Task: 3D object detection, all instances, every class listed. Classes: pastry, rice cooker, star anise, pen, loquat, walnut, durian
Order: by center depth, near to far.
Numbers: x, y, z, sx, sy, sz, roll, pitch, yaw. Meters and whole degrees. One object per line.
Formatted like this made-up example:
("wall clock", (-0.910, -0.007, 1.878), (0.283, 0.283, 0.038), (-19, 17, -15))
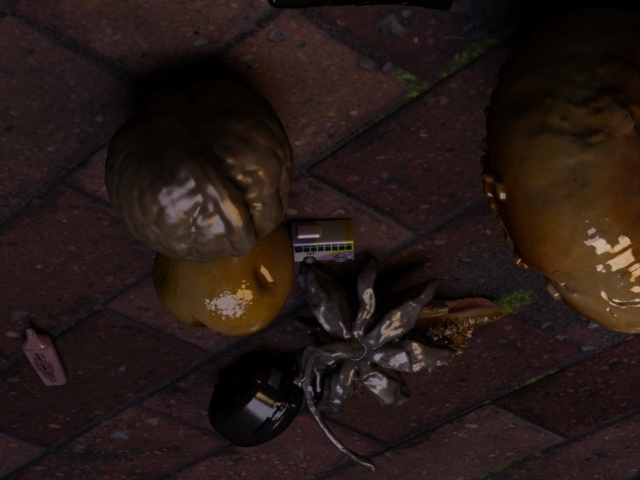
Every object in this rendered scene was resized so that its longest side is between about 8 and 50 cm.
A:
("pastry", (0.349, -0.084, 1.668), (0.245, 0.409, 0.409), (-9, 148, 38))
("walnut", (-0.157, -0.094, 1.768), (0.248, 0.248, 0.248), (-1, 146, -1))
("loquat", (-0.143, 0.049, 1.998), (0.213, 0.213, 0.213), (-1, 146, -1))
("star anise", (0.075, 0.180, 2.153), (0.316, 0.139, 0.359), (-35, 103, 23))
("durian", (0.202, 0.148, 2.232), (0.224, 0.078, 0.140), (-16, 102, 5))
("pen", (-0.483, 0.200, 2.358), (0.053, 0.032, 0.197), (-4, 147, 4))
("rice cooker", (-0.113, 0.282, 2.399), (0.118, 0.142, 0.203), (34, 130, -24))

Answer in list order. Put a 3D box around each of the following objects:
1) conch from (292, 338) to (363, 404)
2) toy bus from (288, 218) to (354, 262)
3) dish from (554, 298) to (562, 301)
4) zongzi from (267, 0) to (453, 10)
("conch", (0.051, 0.201, 2.294), (0.207, 0.130, 0.155), (-15, 151, -12))
("toy bus", (0.000, 0.000, 2.064), (0.102, 0.052, 0.058), (-3, 143, -1))
("dish", (0.429, -0.033, 1.967), (0.273, 0.133, 0.273), (-27, 169, -6))
("zongzi", (0.096, -0.389, 1.376), (0.383, 0.319, 0.362), (3, 139, -38))
